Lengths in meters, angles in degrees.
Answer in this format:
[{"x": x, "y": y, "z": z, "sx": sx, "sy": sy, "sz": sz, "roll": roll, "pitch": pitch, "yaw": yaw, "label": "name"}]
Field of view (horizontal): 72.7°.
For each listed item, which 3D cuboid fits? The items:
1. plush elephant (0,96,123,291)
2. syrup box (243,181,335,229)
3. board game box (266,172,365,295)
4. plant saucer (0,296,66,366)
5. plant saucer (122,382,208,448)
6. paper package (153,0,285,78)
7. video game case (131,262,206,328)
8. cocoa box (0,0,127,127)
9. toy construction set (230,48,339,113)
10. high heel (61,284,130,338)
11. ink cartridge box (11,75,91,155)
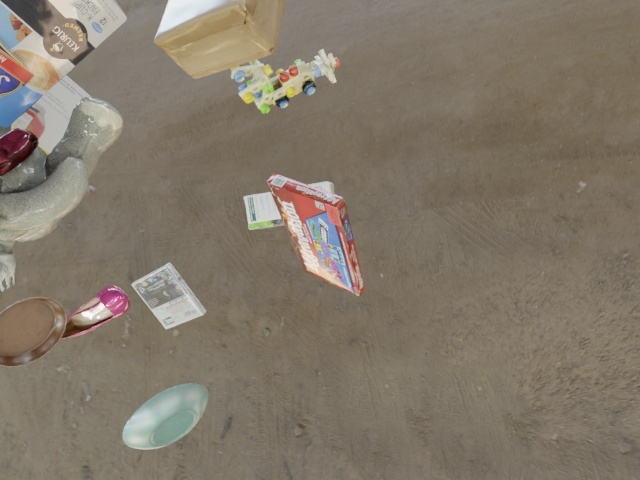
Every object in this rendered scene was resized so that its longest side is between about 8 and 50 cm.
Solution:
[{"x": -0.479, "y": -0.085, "z": 0.566, "sx": 0.272, "sy": 0.255, "sz": 0.330, "roll": 18, "pitch": 90, "yaw": 7, "label": "plush elephant"}, {"x": -0.077, "y": -0.093, "z": 1.184, "sx": 0.237, "sy": 0.096, "sz": 0.093, "roll": -9, "pitch": 91, "yaw": 12, "label": "syrup box"}, {"x": 0.000, "y": 0.000, "z": 0.813, "sx": 0.145, "sy": 0.281, "sz": 0.027, "roll": 23, "pitch": 62, "yaw": 28, "label": "board game box"}, {"x": -0.661, "y": 0.199, "z": 0.974, "sx": 0.029, "sy": 0.168, "sz": 0.168, "roll": 23, "pitch": 79, "yaw": 29, "label": "plant saucer"}, {"x": -0.329, "y": 0.399, "z": 0.957, "sx": 0.195, "sy": 0.195, "sz": 0.037, "roll": -47, "pitch": 53, "yaw": -1, "label": "plant saucer"}, {"x": -0.267, "y": -0.650, "z": 1.212, "sx": 0.309, "sy": 0.168, "sz": 0.324, "roll": -6, "pitch": 63, "yaw": 26, "label": "paper package"}, {"x": -0.439, "y": 0.164, "z": 1.255, "sx": 0.190, "sy": 0.173, "sz": 0.022, "roll": -24, "pitch": 16, "yaw": 35, "label": "video game case"}, {"x": -0.467, "y": -0.357, "z": 0.511, "sx": 0.228, "sy": 0.231, "sz": 0.347, "roll": -45, "pitch": 78, "yaw": -4, "label": "cocoa box"}, {"x": -0.103, "y": -0.512, "z": 1.366, "sx": 0.328, "sy": 0.215, "sz": 0.151, "roll": -14, "pitch": 76, "yaw": 0, "label": "toy construction set"}, {"x": -0.547, "y": 0.178, "z": 1.038, "sx": 0.244, "sy": 0.082, "sz": 0.117, "roll": -17, "pitch": 20, "yaw": 39, "label": "high heel"}, {"x": -0.688, "y": -0.177, "z": 0.913, "sx": 0.279, "sy": 0.160, "sz": 0.384, "roll": -18, "pitch": 47, "yaw": 27, "label": "ink cartridge box"}]
